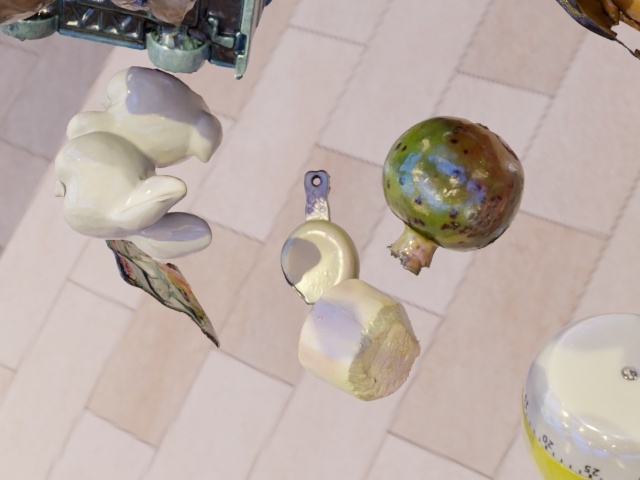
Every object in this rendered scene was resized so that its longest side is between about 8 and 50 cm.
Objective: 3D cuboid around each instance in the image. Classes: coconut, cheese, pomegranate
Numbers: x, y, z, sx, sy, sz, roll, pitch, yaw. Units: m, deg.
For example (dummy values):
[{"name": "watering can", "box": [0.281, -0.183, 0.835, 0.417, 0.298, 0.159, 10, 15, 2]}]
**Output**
[{"name": "coconut", "box": [0.035, 0.104, 1.464, 0.122, 0.116, 0.116, 29, 86, 41]}, {"name": "cheese", "box": [-0.006, 0.003, 1.684, 0.092, 0.047, 0.171, -23, 79, 15]}, {"name": "pomegranate", "box": [0.111, -0.042, 1.166, 0.130, 0.130, 0.130, -14, 61, 28]}]

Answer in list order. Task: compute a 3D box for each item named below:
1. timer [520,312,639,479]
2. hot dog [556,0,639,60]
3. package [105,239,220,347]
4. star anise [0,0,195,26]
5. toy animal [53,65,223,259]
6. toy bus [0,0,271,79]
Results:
[{"name": "timer", "box": [0.389, 0.258, 1.812, 0.285, 0.285, 0.285, -14, 61, 28]}, {"name": "hot dog", "box": [0.420, -0.300, 1.616, 0.107, 0.326, 0.194, -49, 61, 43]}, {"name": "package", "box": [-0.223, 0.055, 1.936, 0.040, 0.232, 0.166, -40, 45, 5]}, {"name": "star anise", "box": [-0.148, -0.198, 0.852, 0.315, 0.108, 0.315, -6, 32, 4]}, {"name": "toy animal", "box": [-0.196, -0.087, 1.527, 0.179, 0.127, 0.193, 10, 63, 13]}, {"name": "toy bus", "box": [-0.197, -0.278, 1.292, 0.312, 0.152, 0.190, 11, 35, 0]}]
